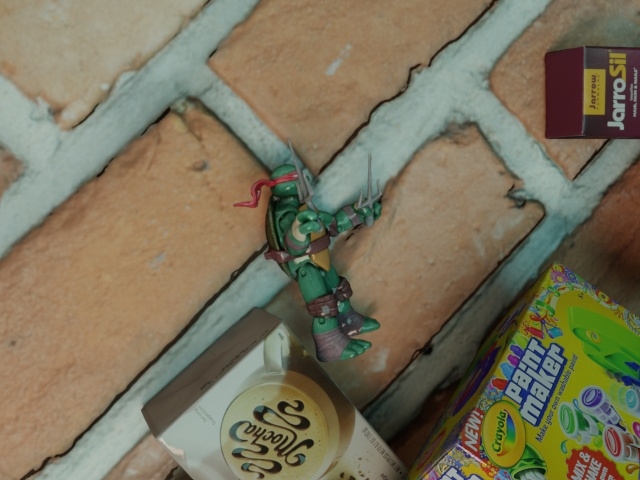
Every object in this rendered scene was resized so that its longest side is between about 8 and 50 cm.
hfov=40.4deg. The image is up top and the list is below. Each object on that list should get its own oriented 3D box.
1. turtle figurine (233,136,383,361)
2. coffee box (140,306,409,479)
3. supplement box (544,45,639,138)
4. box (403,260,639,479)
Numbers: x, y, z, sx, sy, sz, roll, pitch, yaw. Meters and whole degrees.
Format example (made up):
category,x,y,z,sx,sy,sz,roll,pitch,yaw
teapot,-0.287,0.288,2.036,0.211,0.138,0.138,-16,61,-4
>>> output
category,x,y,z,sx,sy,sz,roll,pitch,yaw
turtle figurine,0.000,0.000,0.911,0.175,0.118,0.234,-31,109,-55
coffee box,-0.024,0.238,0.916,0.168,0.119,0.297,-41,105,-12
supplement box,0.367,-0.172,1.027,0.188,0.081,0.104,-2,95,-17
box,0.261,0.227,0.865,0.279,0.177,0.290,35,45,7
